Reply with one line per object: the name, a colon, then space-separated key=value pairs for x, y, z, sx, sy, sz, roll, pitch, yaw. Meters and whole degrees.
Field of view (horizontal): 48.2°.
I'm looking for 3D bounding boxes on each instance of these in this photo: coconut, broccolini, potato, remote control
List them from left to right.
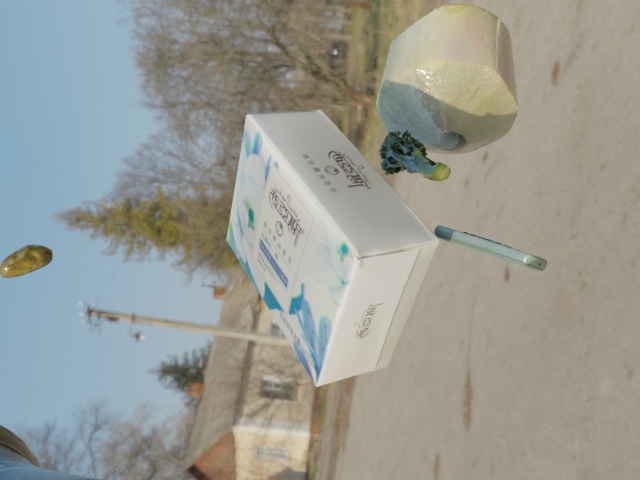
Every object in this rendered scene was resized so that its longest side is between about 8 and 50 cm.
potato: x=-0.495 y=0.032 z=1.200 sx=0.045 sy=0.092 sz=0.047 roll=8 pitch=119 yaw=68
broccolini: x=0.132 y=-0.101 z=0.937 sx=0.067 sy=0.058 sz=0.216 roll=-54 pitch=19 yaw=4
coconut: x=0.220 y=-0.259 z=1.229 sx=0.239 sy=0.239 sz=0.244 roll=97 pitch=-177 yaw=-57
remote control: x=0.185 y=0.008 z=0.785 sx=0.053 sy=0.124 sz=0.018 roll=16 pitch=-86 yaw=-49

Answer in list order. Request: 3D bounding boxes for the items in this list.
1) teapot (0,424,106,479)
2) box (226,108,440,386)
teapot: x=-0.311 y=0.353 z=0.757 sx=0.376 sy=0.361 sz=0.306 roll=17 pitch=-91 yaw=-47
box: x=-0.002 y=0.000 z=0.858 sx=0.274 sy=0.116 sz=0.203 roll=54 pitch=141 yaw=38
